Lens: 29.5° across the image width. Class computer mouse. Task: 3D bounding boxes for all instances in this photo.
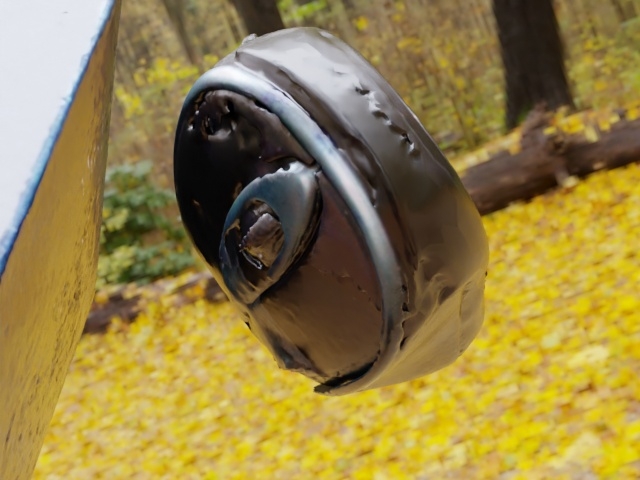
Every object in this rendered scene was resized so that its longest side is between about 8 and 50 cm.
[{"bbox_3d":[0.000,0.000,0.509,0.096,0.137,0.233,-41,-15,-5],"label":"computer mouse"}]

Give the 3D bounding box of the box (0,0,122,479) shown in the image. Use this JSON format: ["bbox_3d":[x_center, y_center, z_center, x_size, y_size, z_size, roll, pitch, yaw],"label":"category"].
[{"bbox_3d":[-0.182,0.036,0.589,0.116,0.261,0.279,12,48,-3],"label":"box"}]
